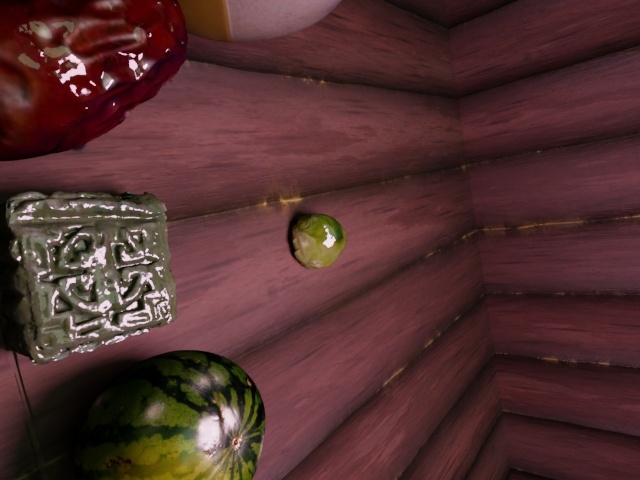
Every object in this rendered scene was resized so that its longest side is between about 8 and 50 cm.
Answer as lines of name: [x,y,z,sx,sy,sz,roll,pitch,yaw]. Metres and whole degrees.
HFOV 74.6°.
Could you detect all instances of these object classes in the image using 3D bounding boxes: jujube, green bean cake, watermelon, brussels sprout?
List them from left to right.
jujube: [-0.365,-0.270,0.607,0.258,0.258,0.377,53,51,-32]
green bean cake: [-0.368,0.043,0.679,0.241,0.132,0.255,-5,91,-46]
watermelon: [-0.237,0.322,0.683,0.285,0.285,0.285,7,81,-49]
brussels sprout: [0.005,-0.001,1.122,0.151,0.122,0.149,-9,90,-51]

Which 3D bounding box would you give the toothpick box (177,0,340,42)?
toothpick box: [-0.170,-0.576,0.745,0.409,0.425,0.409,-26,119,-59]
